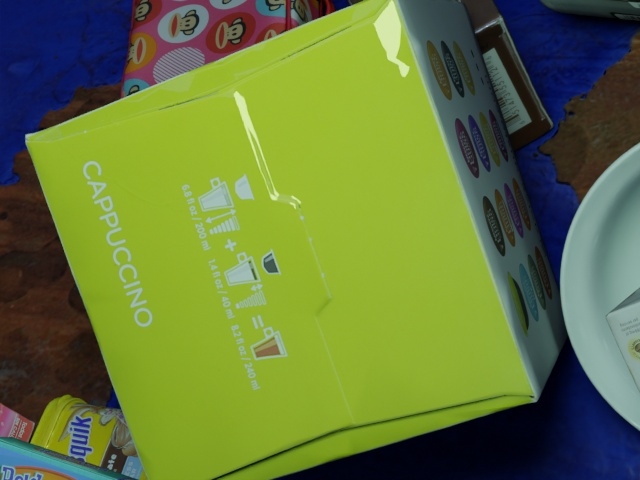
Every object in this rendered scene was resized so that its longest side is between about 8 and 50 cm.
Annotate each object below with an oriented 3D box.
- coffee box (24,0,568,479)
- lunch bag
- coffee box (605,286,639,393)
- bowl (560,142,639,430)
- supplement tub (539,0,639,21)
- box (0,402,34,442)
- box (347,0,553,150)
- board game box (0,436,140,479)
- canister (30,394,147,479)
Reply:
[{"bbox_3d":[0.000,0.000,1.304,0.338,0.334,0.337,-19,92,16],"label":"coffee box"},{"bbox_3d":[-0.099,-0.242,1.763,0.258,0.120,0.293,-12,52,21],"label":"lunch bag"},{"bbox_3d":[0.330,0.139,1.144,0.098,0.141,0.246,-25,88,29],"label":"coffee box"},{"bbox_3d":[0.366,0.032,1.259,0.298,0.134,0.297,7,105,27],"label":"bowl"},{"bbox_3d":[0.390,-0.318,1.490,0.338,0.207,0.207,12,64,35],"label":"supplement tub"},{"bbox_3d":[-0.440,0.297,1.526,0.154,0.142,0.300,-13,50,42],"label":"box"},{"bbox_3d":[0.106,-0.267,1.623,0.143,0.191,0.381,-29,49,7],"label":"box"},{"bbox_3d":[-0.271,0.313,1.431,0.160,0.047,0.210,16,87,17],"label":"board game box"},{"bbox_3d":[-0.214,0.231,1.517,0.170,0.073,0.126,4,61,29],"label":"canister"}]
